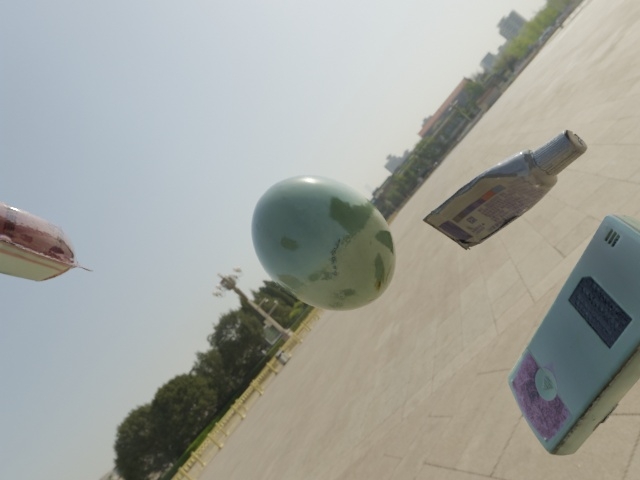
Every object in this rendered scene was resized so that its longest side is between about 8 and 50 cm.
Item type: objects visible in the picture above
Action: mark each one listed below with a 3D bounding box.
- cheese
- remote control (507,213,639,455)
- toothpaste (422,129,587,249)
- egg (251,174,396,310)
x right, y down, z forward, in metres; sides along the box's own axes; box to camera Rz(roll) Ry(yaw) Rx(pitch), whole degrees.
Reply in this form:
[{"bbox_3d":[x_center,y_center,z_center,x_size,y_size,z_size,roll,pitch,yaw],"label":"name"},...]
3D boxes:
[{"bbox_3d":[-0.391,-0.020,0.478,0.286,0.188,0.074,35,-109,-49],"label":"cheese"},{"bbox_3d":[0.366,0.142,0.599,0.145,0.050,0.344,-101,18,-54],"label":"remote control"},{"bbox_3d":[0.296,-0.074,0.712,0.068,0.099,0.282,-28,-11,-36],"label":"toothpaste"},{"bbox_3d":[0.000,0.000,0.724,0.202,0.282,0.203,-25,-46,-29],"label":"egg"}]
